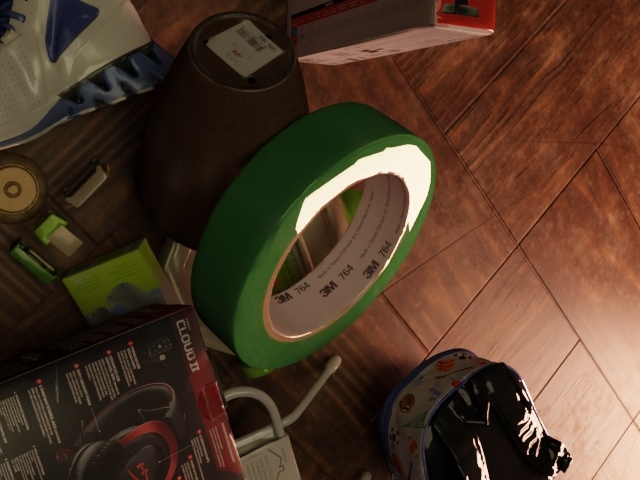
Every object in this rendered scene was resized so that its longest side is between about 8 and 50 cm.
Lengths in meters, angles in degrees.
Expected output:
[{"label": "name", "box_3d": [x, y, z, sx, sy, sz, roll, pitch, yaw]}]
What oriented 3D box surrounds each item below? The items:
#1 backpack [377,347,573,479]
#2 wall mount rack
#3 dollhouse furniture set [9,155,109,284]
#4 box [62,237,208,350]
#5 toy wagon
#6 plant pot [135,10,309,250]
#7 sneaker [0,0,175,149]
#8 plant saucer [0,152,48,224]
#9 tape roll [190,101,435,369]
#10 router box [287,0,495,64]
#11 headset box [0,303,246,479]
[{"label": "backpack", "box_3d": [0.214, 0.298, 1.123, 0.276, 0.213, 0.263, -34, 120, -29]}, {"label": "wall mount rack", "box_3d": [-0.053, 0.325, 1.026, 0.304, 0.130, 0.350, -20, 106, -23]}, {"label": "dollhouse furniture set", "box_3d": [-0.288, -0.024, 0.870, 0.152, 0.076, 0.058, -47, 114, -5]}, {"label": "box", "box_3d": [-0.222, 0.096, 0.913, 0.109, 0.042, 0.178, -21, 111, 11]}, {"label": "toy wagon", "box_3d": [-0.045, 0.013, 1.018, 0.344, 0.068, 0.267, -27, 109, -25]}, {"label": "plant pot", "box_3d": [-0.098, -0.132, 0.826, 0.215, 0.230, 0.215, 6, 59, -9]}, {"label": "sneaker", "box_3d": [-0.324, -0.206, 0.807, 0.315, 0.127, 0.182, -32, 107, -30]}, {"label": "plant saucer", "box_3d": [-0.357, -0.059, 0.859, 0.083, 0.015, 0.083, -4, 99, -29]}, {"label": "tape roll", "box_3d": [0.000, 0.000, 0.859, 0.321, 0.077, 0.321, -36, 149, -26]}, {"label": "router box", "box_3d": [0.070, -0.377, 0.877, 0.082, 0.335, 0.301, -2, 98, -29]}, {"label": "headset box", "box_3d": [-0.225, 0.206, 0.786, 0.293, 0.110, 0.218, -22, 101, -36]}]
